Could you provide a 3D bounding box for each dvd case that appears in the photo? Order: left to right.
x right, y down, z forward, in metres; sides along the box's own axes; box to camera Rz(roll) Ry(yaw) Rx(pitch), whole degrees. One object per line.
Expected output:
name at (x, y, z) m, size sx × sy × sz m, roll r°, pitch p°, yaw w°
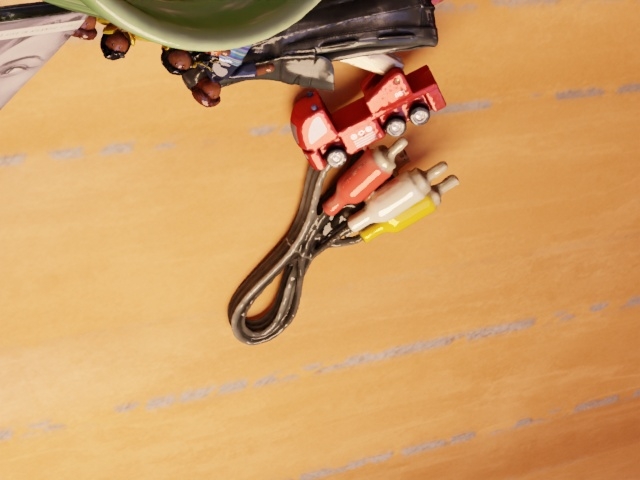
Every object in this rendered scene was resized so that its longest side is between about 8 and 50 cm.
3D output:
dvd case at (-0.286, -0.104, 1.013) m, size 0.165 × 0.018 × 0.221 m, roll -18°, pitch 167°, yaw -46°

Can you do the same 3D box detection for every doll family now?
doll family at (-0.119, -0.172, 1.100) m, size 0.193 × 0.076 × 0.111 m, roll 23°, pitch 105°, yaw -15°

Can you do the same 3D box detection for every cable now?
cable at (0.000, 0.000, 1.383) m, size 0.287 × 0.072 × 0.139 m, roll -45°, pitch 134°, yaw 12°

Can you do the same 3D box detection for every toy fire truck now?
toy fire truck at (0.047, -0.160, 1.265) m, size 0.192 × 0.047 × 0.135 m, roll -26°, pitch 121°, yaw 7°

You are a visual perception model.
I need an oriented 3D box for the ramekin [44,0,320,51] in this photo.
ramekin at (-0.110, -0.279, 0.892) m, size 0.303 × 0.148 × 0.303 m, roll -14°, pitch 111°, yaw -43°

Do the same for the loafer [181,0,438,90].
loafer at (-0.009, -0.162, 1.180) m, size 0.223 × 0.078 × 0.076 m, roll -19°, pitch 180°, yaw 2°
